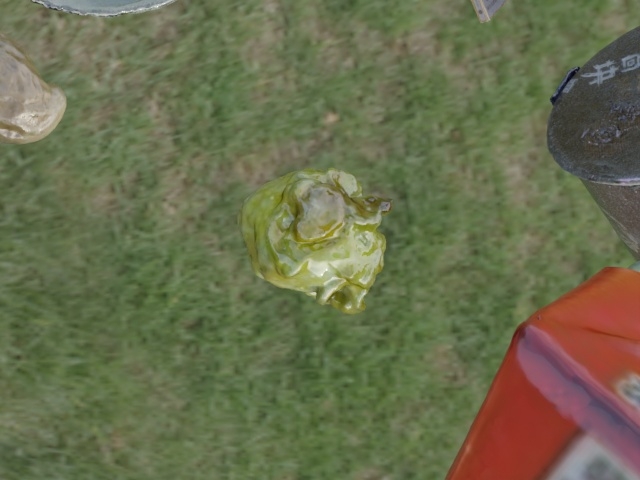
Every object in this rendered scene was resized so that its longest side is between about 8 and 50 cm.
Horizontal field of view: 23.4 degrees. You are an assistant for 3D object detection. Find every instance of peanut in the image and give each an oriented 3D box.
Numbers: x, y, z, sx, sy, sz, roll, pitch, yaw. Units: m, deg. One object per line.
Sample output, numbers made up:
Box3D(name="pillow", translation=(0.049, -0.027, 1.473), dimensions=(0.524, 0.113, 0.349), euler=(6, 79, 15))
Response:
Box3D(name="peanut", translation=(-0.332, -0.143, 1.334), dimensions=(0.228, 0.085, 0.104), euler=(10, 76, -3))

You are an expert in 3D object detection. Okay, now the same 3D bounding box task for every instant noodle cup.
Box3D(name="instant noodle cup", translation=(0.313, -0.047, 1.206), dimensions=(0.217, 0.217, 0.207), euler=(-52, 125, -26))

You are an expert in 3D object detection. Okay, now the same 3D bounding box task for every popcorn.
Box3D(name="popcorn", translation=(-0.001, -0.003, 0.682), dimensions=(0.068, 0.083, 0.059), euler=(22, 81, 14))

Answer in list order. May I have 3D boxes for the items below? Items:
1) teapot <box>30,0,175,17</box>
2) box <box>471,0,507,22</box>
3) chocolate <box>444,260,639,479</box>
Box3D(name="teapot", translation=(-0.105, -0.156, 0.502), dimensions=(0.183, 0.251, 0.183), euler=(-12, 119, -22))
Box3D(name="box", translation=(0.135, -0.235, 1.334), dimensions=(0.046, 0.012, 0.083), euler=(-47, 121, -47))
Box3D(name="chocolate", translation=(0.246, 0.167, 0.755), dimensions=(0.360, 0.161, 0.341), euler=(41, 25, 17))
